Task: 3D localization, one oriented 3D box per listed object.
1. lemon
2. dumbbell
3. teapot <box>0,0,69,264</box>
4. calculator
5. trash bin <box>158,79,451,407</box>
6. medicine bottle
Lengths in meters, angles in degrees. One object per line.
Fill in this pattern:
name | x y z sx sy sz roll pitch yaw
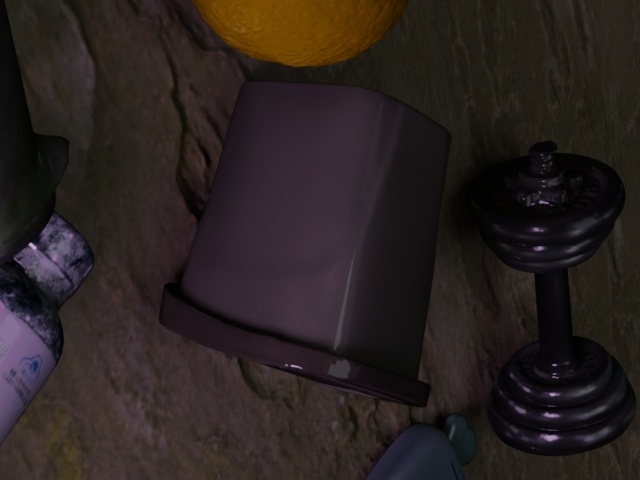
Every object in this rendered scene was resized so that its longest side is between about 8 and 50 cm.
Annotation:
lemon | -0.019 -0.240 1.375 0.257 0.188 0.188 12 93 -50
dumbbell | 0.267 0.074 1.883 0.179 0.179 0.406 -36 129 -41
teapot | -0.309 -0.119 1.042 0.270 0.200 0.337 -20 123 -20
calculator | 0.095 0.313 1.852 0.299 0.041 0.185 -47 136 -31
trash bin | 0.000 0.000 1.471 0.220 0.219 0.250 24 76 -56
medicine bottle | -0.282 0.100 1.180 0.293 0.141 0.141 -58 141 -23
